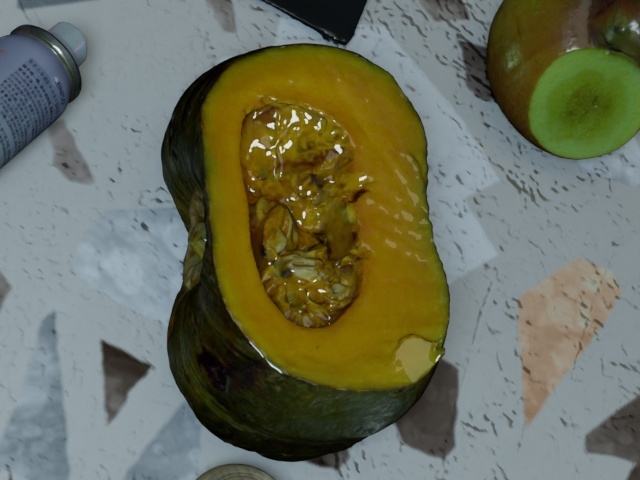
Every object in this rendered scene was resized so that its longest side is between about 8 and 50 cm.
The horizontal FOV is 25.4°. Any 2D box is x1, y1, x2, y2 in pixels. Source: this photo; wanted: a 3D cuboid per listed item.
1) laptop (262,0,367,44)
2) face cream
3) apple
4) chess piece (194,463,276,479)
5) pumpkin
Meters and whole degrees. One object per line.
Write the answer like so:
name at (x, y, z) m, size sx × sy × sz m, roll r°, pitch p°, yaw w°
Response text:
laptop at (-0.042, -0.260, 1.236) m, size 0.197 × 0.016 × 0.135 m, roll 28°, pitch 58°, yaw -9°
face cream at (-0.250, -0.080, 1.009) m, size 0.075 × 0.075 × 0.229 m, roll 43°, pitch 55°, yaw -1°
apple at (0.223, -0.161, 1.233) m, size 0.146 × 0.147 × 0.163 m, roll 6°, pitch 65°, yaw -23°
chess piece at (-0.059, 0.197, 0.985) m, size 0.083 × 0.038 × 0.084 m, roll 12°, pitch 61°, yaw -22°
pumpkin at (0.000, 0.000, 1.056) m, size 0.222 × 0.139 × 0.317 m, roll 4°, pitch 61°, yaw -21°
